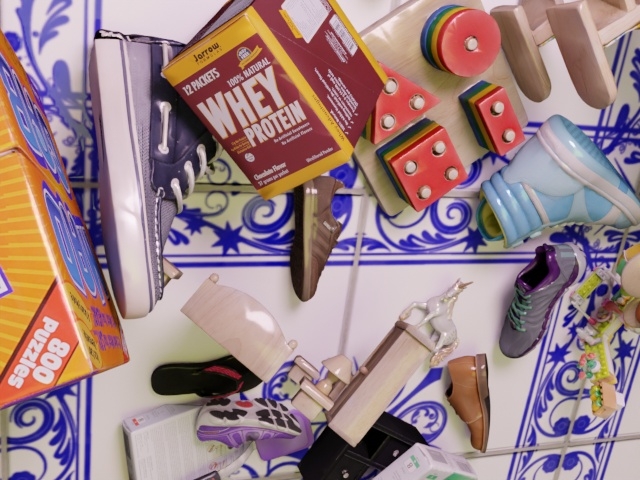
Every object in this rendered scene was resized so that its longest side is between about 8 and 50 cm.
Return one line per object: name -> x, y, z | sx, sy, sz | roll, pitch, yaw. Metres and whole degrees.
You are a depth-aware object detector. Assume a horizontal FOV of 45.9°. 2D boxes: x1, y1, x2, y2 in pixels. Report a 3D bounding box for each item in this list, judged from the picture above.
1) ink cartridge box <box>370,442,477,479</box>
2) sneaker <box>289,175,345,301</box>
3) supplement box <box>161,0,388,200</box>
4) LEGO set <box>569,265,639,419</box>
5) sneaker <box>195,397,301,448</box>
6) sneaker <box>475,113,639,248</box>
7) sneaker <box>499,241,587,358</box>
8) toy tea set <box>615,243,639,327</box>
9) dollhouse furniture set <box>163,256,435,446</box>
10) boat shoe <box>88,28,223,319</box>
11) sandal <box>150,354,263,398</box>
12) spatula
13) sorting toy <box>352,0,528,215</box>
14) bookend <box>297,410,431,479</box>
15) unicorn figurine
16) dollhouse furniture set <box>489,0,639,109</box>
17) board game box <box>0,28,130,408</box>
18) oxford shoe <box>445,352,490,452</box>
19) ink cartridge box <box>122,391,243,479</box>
ink cartridge box -> 0.132, 0.433, 1.261 | 0.224, 0.056, 0.181 | -44, 141, 12
sneaker -> 0.000, 0.000, 1.079 | 0.071, 0.066, 0.188 | -5, 114, -20
supplement box -> -0.043, -0.191, 0.879 | 0.129, 0.194, 0.191 | -22, 117, 34
LEGO set -> 0.479, 0.149, 1.282 | 0.107, 0.132, 0.287 | 40, 72, -23
sneaker -> -0.111, 0.284, 1.158 | 0.170, 0.068, 0.071 | 12, 115, -25
sneaker -> 0.361, -0.056, 1.174 | 0.208, 0.127, 0.319 | -40, 138, 24
sneaker -> 0.329, 0.093, 1.215 | 0.098, 0.083, 0.224 | 7, 118, -34
toy tea set -> 0.547, -0.004, 1.149 | 0.200, 0.124, 0.336 | 19, 117, -15
dollhouse furniture set -> -0.040, 0.092, 1.048 | 0.355, 0.303, 0.174 | 40, 86, 1
boat shoe -> -0.173, -0.084, 0.877 | 0.158, 0.127, 0.341 | -4, 79, -23
sandal -> -0.159, 0.209, 1.121 | 0.179, 0.040, 0.067 | -4, 112, -19
spatula -> -0.142, 0.350, 1.174 | 0.296, 0.030, 0.084 | -24, 118, -28
sorting toy -> 0.157, -0.191, 1.044 | 0.257, 0.089, 0.255 | -34, 119, -4
bookend -> 0.073, 0.361, 1.254 | 0.156, 0.072, 0.157 | 33, 98, -29
unicorn figurine -> 0.188, 0.125, 1.213 | 0.111, 0.060, 0.162 | -26, 134, -9
dollhouse furniture set -> 0.498, -0.270, 0.955 | 0.362, 0.394, 0.256 | -33, 113, -8
board game box -> -0.415, 0.011, 0.694 | 0.356, 0.356, 0.356 | -20, 86, -12
oxford shoe -> 0.256, 0.280, 1.302 | 0.076, 0.076, 0.212 | -4, 119, 14
ink cartridge box -> -0.208, 0.312, 1.159 | 0.179, 0.045, 0.145 | -17, 117, -34
